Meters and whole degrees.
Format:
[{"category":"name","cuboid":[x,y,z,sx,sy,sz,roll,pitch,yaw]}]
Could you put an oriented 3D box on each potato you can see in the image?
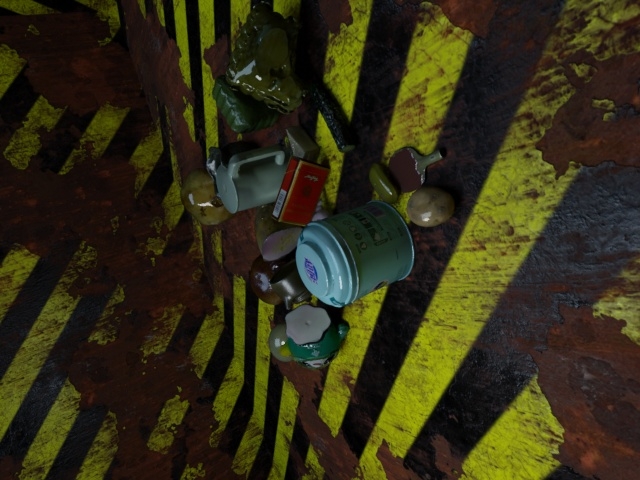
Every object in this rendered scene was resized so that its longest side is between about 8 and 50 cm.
[{"category":"potato","cuboid":[-0.211,-0.073,1.997,0.266,0.229,0.229,57,150,37]},{"category":"potato","cuboid":[0.297,-0.093,1.214,0.147,0.112,0.112,-1,107,51]}]

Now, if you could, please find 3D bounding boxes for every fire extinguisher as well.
[{"category":"fire extinguisher","cuboid":[-0.214,0.069,2.079,0.138,0.102,0.344,38,-157,-52]}]

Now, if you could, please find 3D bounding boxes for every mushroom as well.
[{"category":"mushroom","cuboid":[-0.254,0.195,2.231,0.263,0.195,0.283,42,141,31]}]

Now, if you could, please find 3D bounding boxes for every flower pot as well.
[{"category":"flower pot","cuboid":[-0.394,-0.325,2.122,0.301,0.213,0.302,38,138,45]}]

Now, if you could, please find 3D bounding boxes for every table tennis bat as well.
[{"category":"table tennis bat","cuboid":[0.269,-0.213,1.271,0.234,0.022,0.131,-21,89,62]}]

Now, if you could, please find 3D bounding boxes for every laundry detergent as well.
[{"category":"laundry detergent","cuboid":[0.095,0.046,1.433,0.287,0.305,0.288,38,138,44]}]

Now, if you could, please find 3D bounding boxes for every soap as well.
[{"category":"soap","cuboid":[0.194,-0.175,1.386,0.140,0.045,0.089,59,168,18]}]

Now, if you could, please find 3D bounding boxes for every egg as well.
[{"category":"egg","cuboid":[-0.179,0.531,2.319,0.186,0.185,0.242,46,147,36]}]

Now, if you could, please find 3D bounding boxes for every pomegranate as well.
[{"category":"pomegranate","cuboid":[-0.602,-0.250,2.459,0.332,0.332,0.333,37,138,44]}]

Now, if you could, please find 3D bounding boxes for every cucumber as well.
[{"category":"cucumber","cuboid":[0.033,-0.428,1.489,0.294,0.067,0.067,65,151,13]}]

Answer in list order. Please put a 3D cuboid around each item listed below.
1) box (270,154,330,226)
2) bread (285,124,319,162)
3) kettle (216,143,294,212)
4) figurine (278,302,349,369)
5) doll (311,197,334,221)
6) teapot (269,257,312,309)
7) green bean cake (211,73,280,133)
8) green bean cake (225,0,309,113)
[{"category":"box","cuboid":[-0.074,-0.178,1.645,0.074,0.153,0.240,37,111,48]},{"category":"bread","cuboid":[-0.076,-0.352,1.707,0.152,0.077,0.105,55,147,26]},{"category":"kettle","cuboid":[-0.229,-0.249,1.785,0.265,0.317,0.205,-8,99,61]},{"category":"figurine","cuboid":[-0.033,0.424,1.930,0.340,0.323,0.232,83,177,-55]},{"category":"doll","cuboid":[-0.001,0.000,1.784,0.160,0.094,0.366,43,141,51]},{"category":"teapot","cuboid":[-0.091,0.183,1.896,0.185,0.268,0.175,-20,112,42]},{"category":"green bean cake","cuboid":[-0.293,-0.558,1.799,0.248,0.222,0.125,61,148,9]},{"category":"green bean cake","cuboid":[-0.151,-0.613,1.505,0.202,0.284,0.310,-123,54,-69]}]
